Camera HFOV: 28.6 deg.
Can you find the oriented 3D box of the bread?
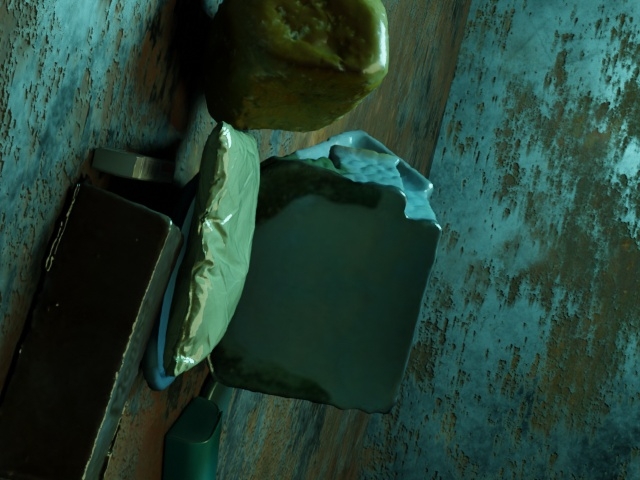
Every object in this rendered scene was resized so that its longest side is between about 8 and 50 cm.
[{"bbox_3d":[-0.039,-0.240,1.539,0.246,0.195,0.176,143,-53,-65],"label":"bread"}]

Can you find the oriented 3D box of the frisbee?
[{"bbox_3d":[-0.188,0.047,1.591,0.289,0.049,0.289,12,90,-84],"label":"frisbee"}]

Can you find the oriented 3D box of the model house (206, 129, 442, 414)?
[{"bbox_3d":[0.000,0.000,1.823,0.339,0.297,0.360,-85,-175,-65],"label":"model house"}]

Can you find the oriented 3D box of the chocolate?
[{"bbox_3d":[-0.237,0.102,1.300,0.112,0.112,0.321,64,42,-74],"label":"chocolate"}]

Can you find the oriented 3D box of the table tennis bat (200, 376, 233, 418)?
[{"bbox_3d":[-0.152,0.232,2.008,0.124,0.033,0.201,93,19,-48],"label":"table tennis bat"}]

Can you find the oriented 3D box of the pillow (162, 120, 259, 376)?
[{"bbox_3d":[-0.119,0.007,1.467,0.274,0.076,0.281,-60,162,-88],"label":"pillow"}]

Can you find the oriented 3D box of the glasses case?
[{"bbox_3d":[-0.195,0.395,1.920,0.117,0.070,0.301,-56,156,-58],"label":"glasses case"}]

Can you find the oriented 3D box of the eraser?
[{"bbox_3d":[-0.203,-0.082,1.379,0.122,0.052,0.029,4,98,-77],"label":"eraser"}]
